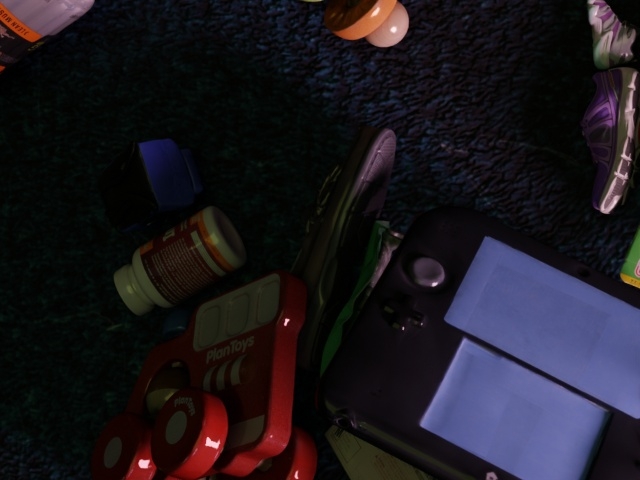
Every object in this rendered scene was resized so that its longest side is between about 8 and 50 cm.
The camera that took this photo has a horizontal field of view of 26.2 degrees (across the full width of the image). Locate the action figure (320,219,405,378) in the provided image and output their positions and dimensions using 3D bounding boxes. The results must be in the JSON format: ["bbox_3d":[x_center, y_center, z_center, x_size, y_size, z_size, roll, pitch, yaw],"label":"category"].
[{"bbox_3d":[0.047,0.098,1.610,0.063,0.137,0.232,22,101,7],"label":"action figure"}]

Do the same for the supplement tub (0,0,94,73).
[{"bbox_3d":[-0.471,-0.290,1.730,0.338,0.207,0.207,-33,78,12],"label":"supplement tub"}]

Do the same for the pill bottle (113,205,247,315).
[{"bbox_3d":[-0.174,0.028,1.684,0.152,0.086,0.086,-30,79,12],"label":"pill bottle"}]

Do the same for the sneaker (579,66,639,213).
[{"bbox_3d":[0.328,-0.113,1.570,0.071,0.068,0.170,3,78,32],"label":"sneaker"}]

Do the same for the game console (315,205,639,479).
[{"bbox_3d":[0.225,0.142,1.439,0.387,0.342,0.060,27,134,7],"label":"game console"}]

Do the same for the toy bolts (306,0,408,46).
[{"bbox_3d":[0.077,-0.362,1.641,0.228,0.158,0.218,-41,36,20],"label":"toy bolts"}]

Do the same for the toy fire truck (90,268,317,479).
[{"bbox_3d":[-0.132,0.185,1.611,0.302,0.169,0.254,-24,50,44],"label":"toy fire truck"}]

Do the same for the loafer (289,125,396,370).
[{"bbox_3d":[0.000,0.000,1.629,0.095,0.109,0.302,20,95,21],"label":"loafer"}]

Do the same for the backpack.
[{"bbox_3d":[-0.210,-0.061,1.696,0.120,0.101,0.098,-28,73,45],"label":"backpack"}]

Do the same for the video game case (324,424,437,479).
[{"bbox_3d":[0.125,0.223,1.540,0.210,0.042,0.232,-47,37,8],"label":"video game case"}]

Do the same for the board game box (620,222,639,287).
[{"bbox_3d":[0.433,-0.053,1.507,0.124,0.039,0.259,24,97,18],"label":"board game box"}]

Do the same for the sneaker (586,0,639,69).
[{"bbox_3d":[0.344,-0.249,1.580,0.069,0.038,0.098,-8,94,14],"label":"sneaker"}]
